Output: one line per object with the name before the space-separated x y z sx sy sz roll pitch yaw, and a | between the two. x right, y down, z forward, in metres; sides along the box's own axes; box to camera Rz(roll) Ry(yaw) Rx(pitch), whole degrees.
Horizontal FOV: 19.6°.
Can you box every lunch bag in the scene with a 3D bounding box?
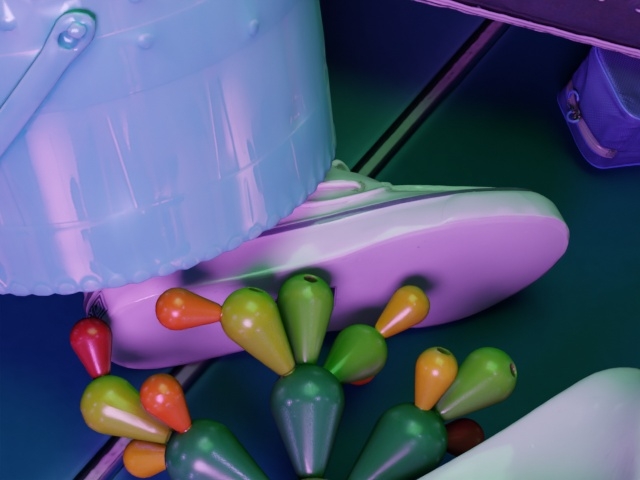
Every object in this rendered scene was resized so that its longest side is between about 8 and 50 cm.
lunch bag | 0.195 -0.083 1.141 0.098 0.065 0.067 -6 61 -24

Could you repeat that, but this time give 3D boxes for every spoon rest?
spoon rest | 0.116 0.116 0.869 0.137 0.084 0.276 -1 9 40

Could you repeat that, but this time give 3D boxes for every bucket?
bucket | -0.124 -0.109 0.953 0.281 0.183 0.281 -8 28 4

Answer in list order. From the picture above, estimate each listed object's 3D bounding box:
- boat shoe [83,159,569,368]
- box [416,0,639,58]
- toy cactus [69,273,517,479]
boat shoe | 0.000 0.000 1.006 0.268 0.096 0.088 -13 55 -11
box | 0.218 -0.366 1.163 0.472 0.297 0.480 15 45 -7
toy cactus | -0.012 0.106 0.916 0.219 0.112 0.180 1 67 -15
